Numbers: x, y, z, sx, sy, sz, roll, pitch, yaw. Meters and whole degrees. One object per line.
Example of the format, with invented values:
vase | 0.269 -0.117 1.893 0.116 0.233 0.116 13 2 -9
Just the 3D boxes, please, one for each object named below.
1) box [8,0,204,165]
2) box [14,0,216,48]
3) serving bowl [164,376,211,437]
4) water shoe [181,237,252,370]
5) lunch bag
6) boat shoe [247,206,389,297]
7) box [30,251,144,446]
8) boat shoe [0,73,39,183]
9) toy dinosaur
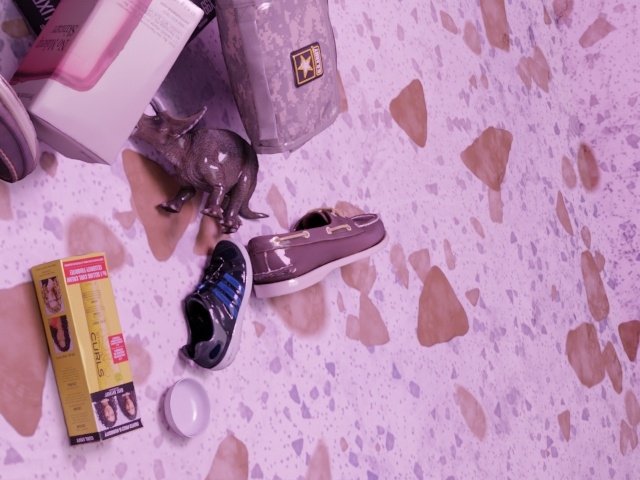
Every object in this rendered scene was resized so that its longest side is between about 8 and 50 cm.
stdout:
box | -0.277 -0.225 1.619 0.127 0.149 0.232 36 77 -30
box | -0.284 -0.350 1.810 0.242 0.076 0.307 60 37 -23
serving bowl | -0.186 0.230 1.781 0.083 0.027 0.083 26 57 -49
water shoe | -0.149 0.082 1.850 0.080 0.073 0.203 29 55 -45
lunch bag | -0.062 -0.277 1.912 0.287 0.169 0.235 -79 161 -65
boat shoe | 0.000 0.000 2.062 0.324 0.117 0.096 -25 102 -50
box | -0.292 0.135 1.635 0.087 0.058 0.232 -9 85 -55
boat shoe | -0.463 -0.187 1.474 0.130 0.132 0.355 -50 125 -21
toy dinosaur | -0.142 -0.101 1.883 0.313 0.121 0.160 22 76 -46
